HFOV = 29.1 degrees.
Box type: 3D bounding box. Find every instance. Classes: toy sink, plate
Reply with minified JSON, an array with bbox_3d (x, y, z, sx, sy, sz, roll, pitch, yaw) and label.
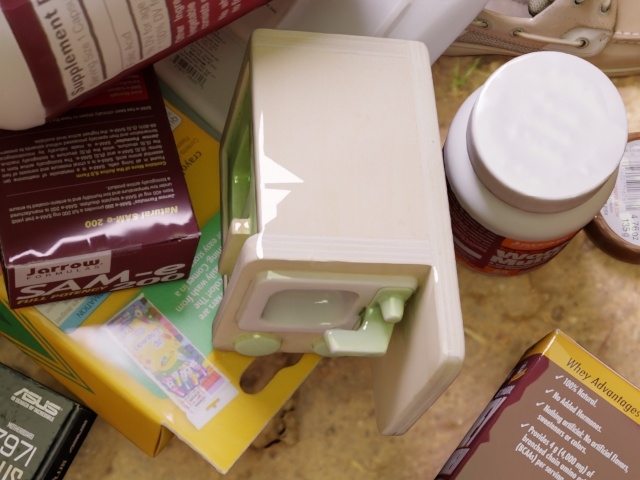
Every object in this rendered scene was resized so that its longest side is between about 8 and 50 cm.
[{"bbox_3d":[0.000,0.000,0.822,0.131,0.153,0.234,2,64,-13],"label":"toy sink"},{"bbox_3d":[-0.047,-0.192,0.950,0.277,0.045,0.278,43,107,6],"label":"plate"}]

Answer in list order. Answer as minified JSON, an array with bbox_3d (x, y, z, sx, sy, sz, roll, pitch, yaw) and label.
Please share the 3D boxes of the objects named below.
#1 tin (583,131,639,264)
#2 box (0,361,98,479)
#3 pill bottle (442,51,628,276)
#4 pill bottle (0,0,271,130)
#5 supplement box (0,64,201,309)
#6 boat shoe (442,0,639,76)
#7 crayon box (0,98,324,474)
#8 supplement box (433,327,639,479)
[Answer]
[{"bbox_3d":[0.301,-0.035,0.982,0.190,0.040,0.106,-2,82,-1],"label":"tin"},{"bbox_3d":[-0.283,0.150,0.918,0.180,0.077,0.147,28,79,5],"label":"box"},{"bbox_3d":[0.146,-0.050,0.888,0.121,0.221,0.121,0,78,0],"label":"pill bottle"},{"bbox_3d":[-0.155,-0.205,0.753,0.392,0.224,0.224,-31,80,-15],"label":"pill bottle"},{"bbox_3d":[-0.176,-0.081,0.864,0.130,0.073,0.239,-10,65,-17],"label":"supplement box"},{"bbox_3d":[0.191,-0.199,0.982,0.302,0.098,0.109,3,78,1],"label":"boat shoe"},{"bbox_3d":[-0.139,0.011,0.916,0.323,0.083,0.203,38,61,8],"label":"crayon box"},{"bbox_3d":[0.180,0.203,0.882,0.191,0.129,0.194,37,80,7],"label":"supplement box"}]
